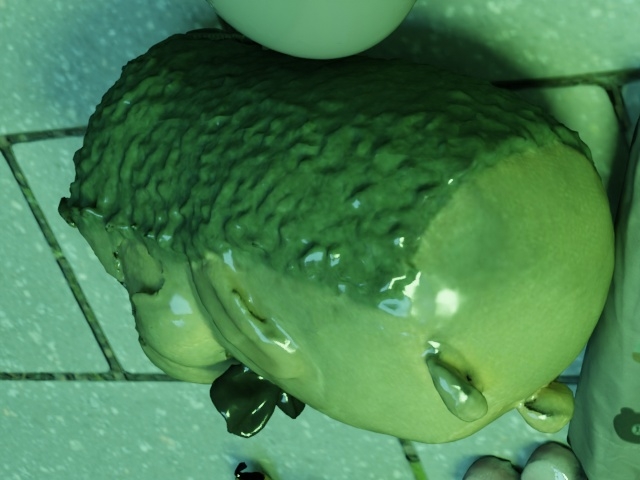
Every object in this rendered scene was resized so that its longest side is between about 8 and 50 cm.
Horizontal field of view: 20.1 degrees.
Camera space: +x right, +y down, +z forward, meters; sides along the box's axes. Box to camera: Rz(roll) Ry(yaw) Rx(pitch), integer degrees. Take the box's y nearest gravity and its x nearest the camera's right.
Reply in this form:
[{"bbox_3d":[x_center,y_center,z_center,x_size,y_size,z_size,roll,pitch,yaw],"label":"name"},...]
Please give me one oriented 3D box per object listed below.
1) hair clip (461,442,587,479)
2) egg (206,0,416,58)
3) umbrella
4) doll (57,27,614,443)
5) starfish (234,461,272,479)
[{"bbox_3d":[0.180,0.261,1.280,0.146,0.075,0.257,-7,116,43],"label":"hair clip"},{"bbox_3d":[-0.018,-0.194,0.981,0.146,0.146,0.198,-23,102,44],"label":"egg"},{"bbox_3d":[0.201,0.052,1.089,0.073,0.067,0.337,-7,133,-13],"label":"umbrella"},{"bbox_3d":[0.000,0.000,1.066,0.349,0.247,0.247,26,137,33],"label":"doll"},{"bbox_3d":[0.032,0.323,1.363,0.312,0.113,0.303,37,147,35],"label":"starfish"}]
